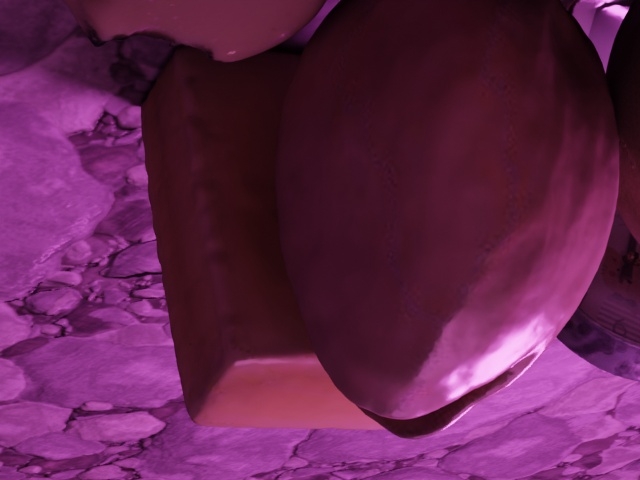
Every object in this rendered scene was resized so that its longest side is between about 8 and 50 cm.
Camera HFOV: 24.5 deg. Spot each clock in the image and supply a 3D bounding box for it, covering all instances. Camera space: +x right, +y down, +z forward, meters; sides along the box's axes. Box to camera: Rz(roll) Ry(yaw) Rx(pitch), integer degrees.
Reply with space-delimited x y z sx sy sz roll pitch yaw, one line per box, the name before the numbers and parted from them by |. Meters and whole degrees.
clock | 0.280 0.018 1.312 0.226 0.226 0.049 -1 148 -21

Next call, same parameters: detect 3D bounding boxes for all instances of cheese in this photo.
cheese | 0.000 0.000 1.111 0.242 0.265 0.124 3 150 -29
cheese | -0.036 -0.193 0.936 0.249 0.071 0.163 -26 151 27

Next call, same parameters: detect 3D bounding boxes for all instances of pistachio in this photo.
pistachio | 0.081 -0.035 0.974 0.226 0.332 0.208 3 170 6

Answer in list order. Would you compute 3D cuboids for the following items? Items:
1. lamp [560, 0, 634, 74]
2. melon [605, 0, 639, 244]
lamp | 0.304 -0.152 1.186 0.266 0.047 0.269 -10 153 -6
melon | 0.325 -0.093 0.981 0.268 0.268 0.330 -5 149 -13
